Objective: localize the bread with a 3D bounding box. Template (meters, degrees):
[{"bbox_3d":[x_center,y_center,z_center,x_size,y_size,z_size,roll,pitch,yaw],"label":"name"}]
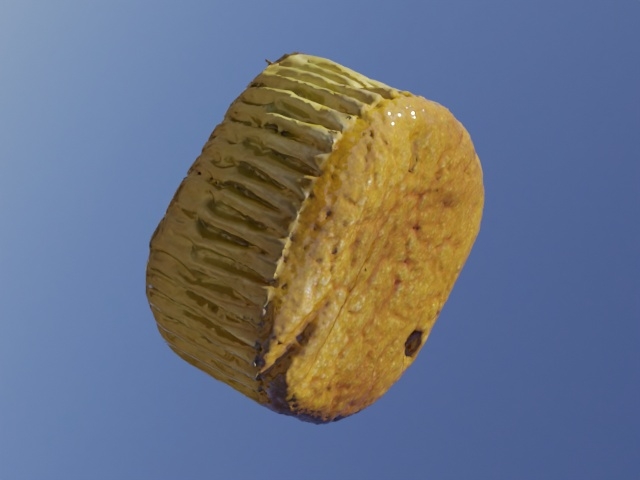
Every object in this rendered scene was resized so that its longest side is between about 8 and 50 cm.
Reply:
[{"bbox_3d":[0.000,0.000,1.300,0.142,0.227,0.253,22,-99,33],"label":"bread"}]
